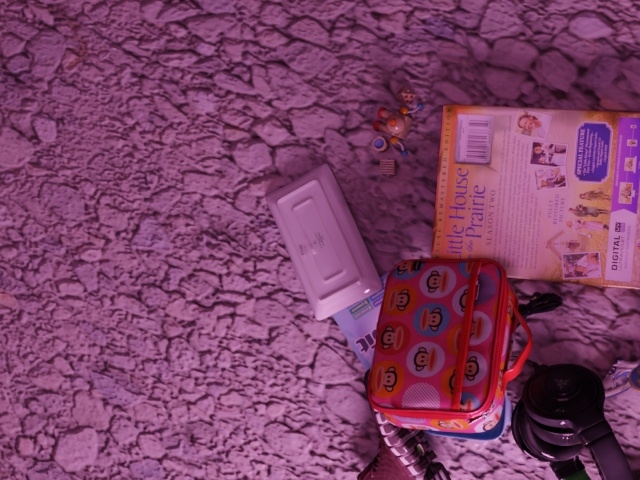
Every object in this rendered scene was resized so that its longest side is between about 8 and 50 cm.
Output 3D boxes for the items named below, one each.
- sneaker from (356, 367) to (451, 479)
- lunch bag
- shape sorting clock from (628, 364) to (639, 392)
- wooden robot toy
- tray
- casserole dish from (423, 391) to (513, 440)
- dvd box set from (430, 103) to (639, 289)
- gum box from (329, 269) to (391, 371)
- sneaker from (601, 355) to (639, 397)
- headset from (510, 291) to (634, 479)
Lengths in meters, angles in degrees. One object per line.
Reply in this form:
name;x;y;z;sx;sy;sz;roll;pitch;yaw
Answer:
sneaker;0.111;0.377;1.738;0.162;0.106;0.281;-30;82;36
lunch bag;0.225;0.175;1.615;0.258;0.120;0.293;-1;62;25
shape sorting clock;0.603;0.212;1.542;0.206;0.206;0.040;-10;104;16
wooden robot toy;0.129;-0.206;1.760;0.076;0.079;0.173;19;95;15
tray;0.000;0.000;1.801;0.145;0.030;0.270;-28;73;16
casserole dish;0.256;0.300;1.745;0.188;0.037;0.114;3;91;17
dvd box set;0.413;-0.078;1.686;0.420;0.062;0.307;4;91;16
gum box;0.131;0.165;1.779;0.157;0.041;0.184;-34;80;13
sneaker;0.520;0.234;1.667;0.135;0.052;0.058;-25;73;7
headset;0.421;0.277;1.614;0.185;0.243;0.394;-24;64;-10
